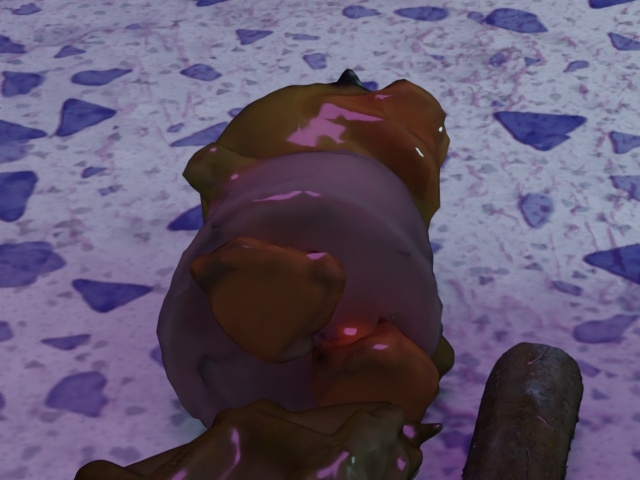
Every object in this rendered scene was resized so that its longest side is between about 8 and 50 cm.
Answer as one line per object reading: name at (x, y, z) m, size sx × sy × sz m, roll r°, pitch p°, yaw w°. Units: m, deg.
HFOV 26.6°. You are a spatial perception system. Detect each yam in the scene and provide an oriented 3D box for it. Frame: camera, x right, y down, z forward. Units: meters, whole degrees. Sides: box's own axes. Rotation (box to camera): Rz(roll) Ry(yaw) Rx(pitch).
yam at (0.101, 0.109, 0.685) m, size 0.054 × 0.054 × 0.132 m, roll 6°, pitch 33°, yaw 14°

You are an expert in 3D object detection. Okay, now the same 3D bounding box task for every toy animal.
toy animal at (-0.003, 0.001, 0.778) m, size 0.169 × 0.195 × 0.281 m, roll -34°, pitch 23°, yaw 29°

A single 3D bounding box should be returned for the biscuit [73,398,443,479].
biscuit at (-0.050, 0.199, 0.445) m, size 0.268 × 0.115 × 0.366 m, roll -19°, pitch 27°, yaw 0°
